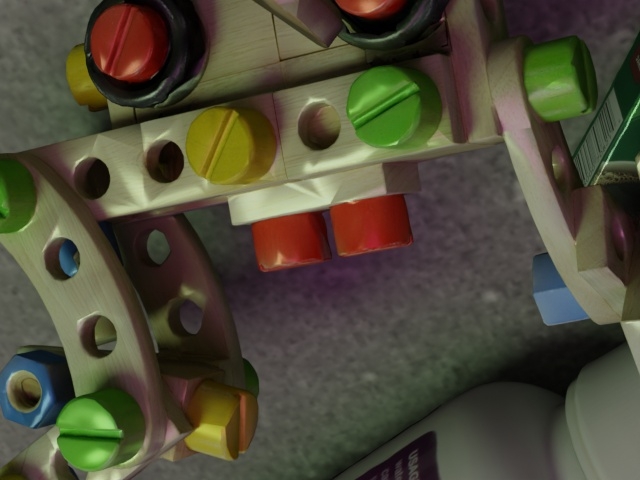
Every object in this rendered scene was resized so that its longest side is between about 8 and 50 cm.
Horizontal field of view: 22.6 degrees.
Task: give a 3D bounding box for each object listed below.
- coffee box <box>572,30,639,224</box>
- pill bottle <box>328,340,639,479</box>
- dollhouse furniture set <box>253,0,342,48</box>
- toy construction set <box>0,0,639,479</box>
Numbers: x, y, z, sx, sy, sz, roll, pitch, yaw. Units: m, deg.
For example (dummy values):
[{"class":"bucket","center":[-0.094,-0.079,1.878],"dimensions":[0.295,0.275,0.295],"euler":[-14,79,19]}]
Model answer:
[{"class":"coffee box","center":[0.186,-0.067,0.657],"dimensions":[0.113,0.040,0.184],"euler":[19,122,-10]},{"class":"pill bottle","center":[0.066,0.171,0.744],"dimensions":[0.301,0.169,0.169],"euler":[-37,115,24]},{"class":"dollhouse furniture set","center":[0.010,-0.266,0.405],"dimensions":[0.355,0.174,0.303],"euler":[-53,147,1]},{"class":"toy construction set","center":[0.000,0.000,0.623],"dimensions":[0.328,0.151,0.215],"euler":[-10,87,11]}]
